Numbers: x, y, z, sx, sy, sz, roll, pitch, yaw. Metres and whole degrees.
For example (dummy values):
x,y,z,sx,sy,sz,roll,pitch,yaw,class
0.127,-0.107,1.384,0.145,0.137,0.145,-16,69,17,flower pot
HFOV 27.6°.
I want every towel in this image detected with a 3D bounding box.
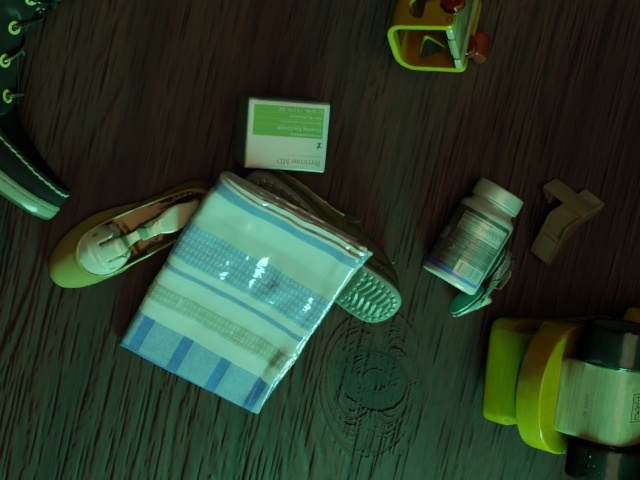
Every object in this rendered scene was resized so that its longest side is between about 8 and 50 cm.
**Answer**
x,y,z,sx,sy,sz,roll,pitch,yaw,class
-0.096,0.069,1.588,0.209,0.034,0.285,29,114,-11,towel

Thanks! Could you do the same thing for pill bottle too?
x,y,z,sx,sy,sz,roll,pitch,yaw,class
0.196,-0.007,1.656,0.078,0.078,0.137,31,92,-13,pill bottle

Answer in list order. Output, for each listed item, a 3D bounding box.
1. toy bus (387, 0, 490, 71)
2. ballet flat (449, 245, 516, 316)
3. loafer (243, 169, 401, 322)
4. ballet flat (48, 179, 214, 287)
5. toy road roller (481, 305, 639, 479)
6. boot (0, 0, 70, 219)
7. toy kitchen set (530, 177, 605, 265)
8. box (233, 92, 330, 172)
x,y,z,sx,sy,sz,roll,pitch,yaw,class
0.144,-0.306,1.588,0.104,0.202,0.190,5,106,20,toy bus
0.216,0.061,1.690,0.041,0.041,0.114,38,91,-13,ballet flat
0.000,0.000,1.624,0.251,0.087,0.094,43,119,-13,loafer
-0.228,-0.011,1.584,0.232,0.073,0.080,-29,101,-5,ballet flat
0.360,0.178,1.676,0.330,0.241,0.202,-1,100,-48,toy road roller
-0.351,-0.240,1.503,0.284,0.138,0.377,-40,97,-3,boot
0.310,-0.029,1.702,0.083,0.075,0.068,-29,61,-37,toy kitchen set
-0.049,-0.132,1.583,0.101,0.102,0.087,3,99,-11,box
